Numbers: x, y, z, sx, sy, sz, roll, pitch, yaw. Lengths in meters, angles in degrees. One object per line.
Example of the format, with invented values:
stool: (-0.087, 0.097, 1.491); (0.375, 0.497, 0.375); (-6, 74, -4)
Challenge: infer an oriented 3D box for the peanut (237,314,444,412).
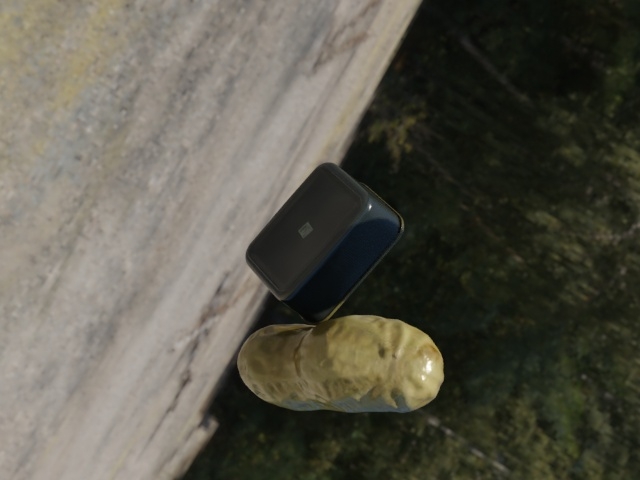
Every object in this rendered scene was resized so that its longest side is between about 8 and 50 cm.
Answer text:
peanut: (0.018, 0.165, 1.494); (0.147, 0.319, 0.147); (2, 87, -54)

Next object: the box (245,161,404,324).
box: (0.000, 0.000, 1.536); (0.201, 0.144, 0.090); (-48, 136, 5)
